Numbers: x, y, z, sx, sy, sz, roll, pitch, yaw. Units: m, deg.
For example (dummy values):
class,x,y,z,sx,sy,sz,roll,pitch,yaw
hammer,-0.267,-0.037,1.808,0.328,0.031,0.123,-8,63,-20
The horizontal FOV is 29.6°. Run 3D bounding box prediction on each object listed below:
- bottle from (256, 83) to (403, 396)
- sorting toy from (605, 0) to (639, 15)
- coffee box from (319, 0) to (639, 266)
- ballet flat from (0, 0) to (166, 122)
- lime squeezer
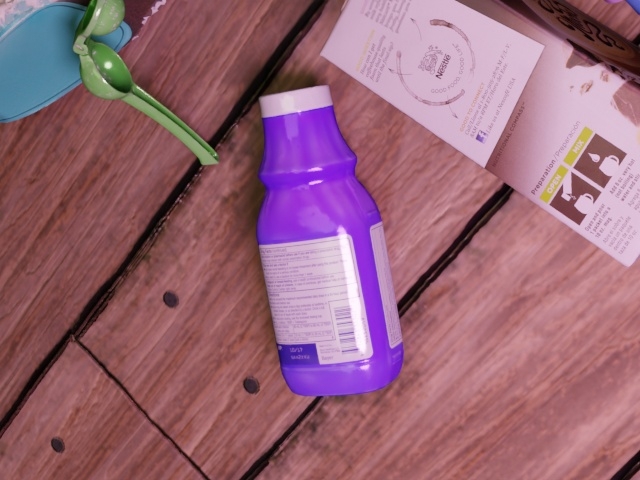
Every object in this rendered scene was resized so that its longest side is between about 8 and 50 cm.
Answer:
class,x,y,z,sx,sy,sz,roll,pitch,yaw
bottle,0.000,0.000,1.122,0.118,0.092,0.283,-7,98,28
sorting toy,0.373,-0.271,0.885,0.126,0.127,0.365,40,123,-19
coffee box,0.171,-0.124,0.964,0.297,0.168,0.119,36,115,15
ballet flat,-0.215,-0.268,1.172,0.409,0.147,0.147,-33,85,26
lime squeezer,-0.175,-0.186,1.102,0.109,0.059,0.310,5,132,15
